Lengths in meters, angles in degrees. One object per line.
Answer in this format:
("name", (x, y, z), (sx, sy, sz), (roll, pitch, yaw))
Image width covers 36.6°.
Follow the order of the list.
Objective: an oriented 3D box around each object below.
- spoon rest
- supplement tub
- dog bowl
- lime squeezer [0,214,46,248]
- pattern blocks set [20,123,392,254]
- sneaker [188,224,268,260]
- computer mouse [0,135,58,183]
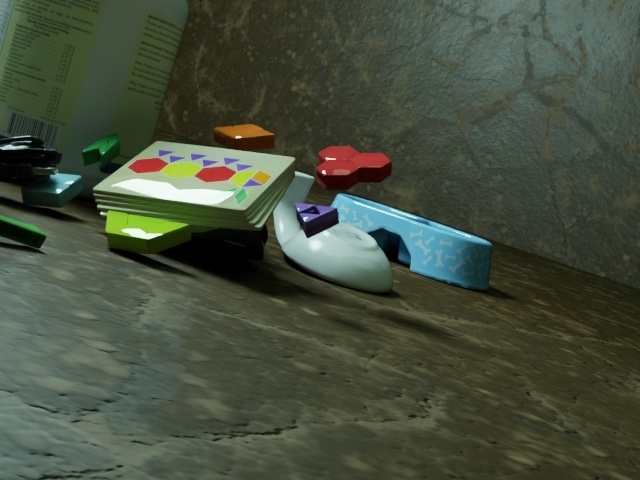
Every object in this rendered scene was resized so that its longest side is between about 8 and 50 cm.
("spoon rest", (0.000, 0.000, 1.212), (0.137, 0.084, 0.276), (13, 21, -25))
("supplement tub", (-0.297, -0.231, 1.190), (0.235, 0.325, 0.235), (17, 6, -2))
("dog bowl", (0.136, -0.002, 1.533), (0.297, 0.074, 0.166), (20, 7, 28))
("lime squeezer", (-0.337, -0.031, 0.669), (0.110, 0.059, 0.310), (52, 17, 19))
("pattern blocks set", (-0.121, -0.056, 0.990), (0.325, 0.026, 0.285), (13, 31, 26))
("sneaker", (-0.114, -0.046, 1.086), (0.100, 0.108, 0.271), (17, 7, -18))
("computer mouse", (-0.341, -0.107, 0.858), (0.188, 0.072, 0.272), (5, -21, -8))
